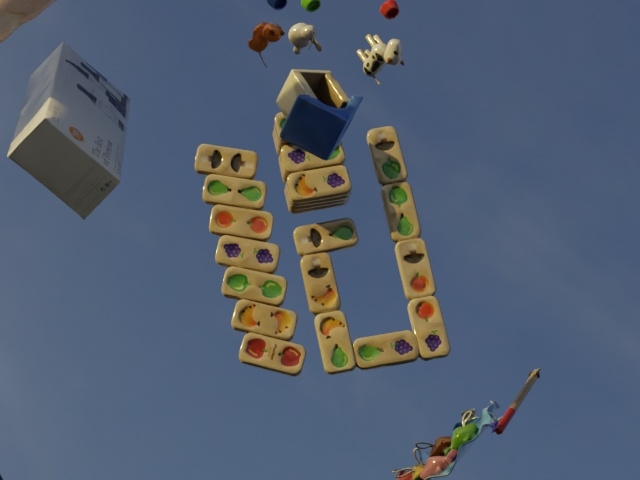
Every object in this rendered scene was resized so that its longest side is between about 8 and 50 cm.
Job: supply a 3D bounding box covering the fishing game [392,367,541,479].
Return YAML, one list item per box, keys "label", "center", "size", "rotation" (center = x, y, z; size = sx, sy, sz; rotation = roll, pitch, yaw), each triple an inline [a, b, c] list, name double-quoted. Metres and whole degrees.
- label: "fishing game"
  center: [0.106, 0.216, 1.749]
  size: [0.041, 0.189, 0.264]
  rotation: [48, -58, 1]

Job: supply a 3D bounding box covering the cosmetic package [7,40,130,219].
- label: "cosmetic package"
  center: [-0.246, -0.115, 1.755]
  size: [0.099, 0.239, 0.060]
  rotation: [39, -74, -19]

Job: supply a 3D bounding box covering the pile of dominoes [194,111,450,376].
- label: "pile of dominoes"
  center: [0.000, 0.000, 1.609]
  size: [0.195, 0.251, 0.040]
  rotation: [-10, -21, -9]

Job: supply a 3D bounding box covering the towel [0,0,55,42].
- label: "towel"
  center: [-0.386, -0.271, 1.776]
  size: [0.317, 0.332, 0.053]
  rotation: [45, -8, 47]

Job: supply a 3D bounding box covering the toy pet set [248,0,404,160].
- label: "toy pet set"
  center: [0.005, -0.124, 1.351]
  size: [0.122, 0.065, 0.114]
  rotation: [-2, -45, -35]

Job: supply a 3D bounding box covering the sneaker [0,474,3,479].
- label: "sneaker"
  center: [-0.280, 0.145, 1.046]
  size: [0.130, 0.147, 0.330]
  rotation: [57, 4, 3]
